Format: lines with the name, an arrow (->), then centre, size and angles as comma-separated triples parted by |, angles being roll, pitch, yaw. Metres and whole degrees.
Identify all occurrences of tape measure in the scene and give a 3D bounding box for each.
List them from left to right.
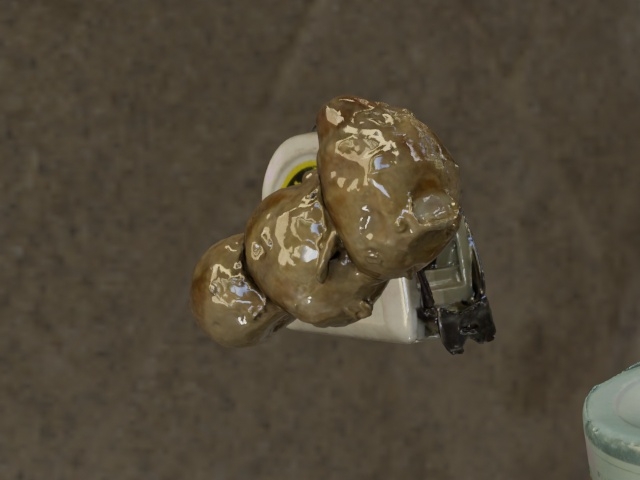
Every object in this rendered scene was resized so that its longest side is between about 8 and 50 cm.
tape measure -> 0.065, -0.017, 1.904 | 0.133, 0.271, 0.231 | -6, 97, -35

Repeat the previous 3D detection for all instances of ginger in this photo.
ginger -> 0.000, 0.000, 1.048 | 0.080, 0.204, 0.104 | -20, 74, -44

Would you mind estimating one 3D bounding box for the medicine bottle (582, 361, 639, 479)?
medicine bottle -> 0.356, 0.257, 1.577 | 0.245, 0.245, 0.290 | -31, 115, -51
